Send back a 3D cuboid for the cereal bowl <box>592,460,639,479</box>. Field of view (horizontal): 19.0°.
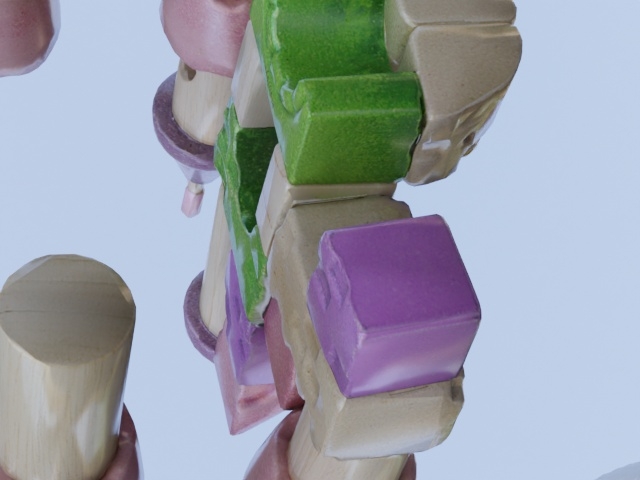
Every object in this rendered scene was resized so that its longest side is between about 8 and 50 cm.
[{"bbox_3d":[0.252,0.307,1.298,0.141,0.339,0.339,26,-110,-60],"label":"cereal bowl"}]

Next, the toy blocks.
[{"bbox_3d":[0.000,0.000,0.754,0.260,0.309,0.288,105,156,-53],"label":"toy blocks"}]
